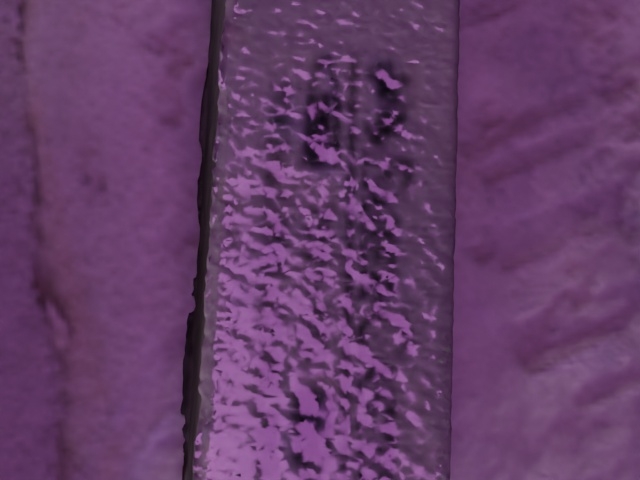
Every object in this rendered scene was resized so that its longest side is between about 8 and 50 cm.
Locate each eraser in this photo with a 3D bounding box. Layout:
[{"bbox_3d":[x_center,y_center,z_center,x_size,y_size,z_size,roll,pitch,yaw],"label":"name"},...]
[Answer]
[{"bbox_3d":[0.000,0.000,0.771,0.111,0.077,0.353,5,70,-7],"label":"eraser"}]
